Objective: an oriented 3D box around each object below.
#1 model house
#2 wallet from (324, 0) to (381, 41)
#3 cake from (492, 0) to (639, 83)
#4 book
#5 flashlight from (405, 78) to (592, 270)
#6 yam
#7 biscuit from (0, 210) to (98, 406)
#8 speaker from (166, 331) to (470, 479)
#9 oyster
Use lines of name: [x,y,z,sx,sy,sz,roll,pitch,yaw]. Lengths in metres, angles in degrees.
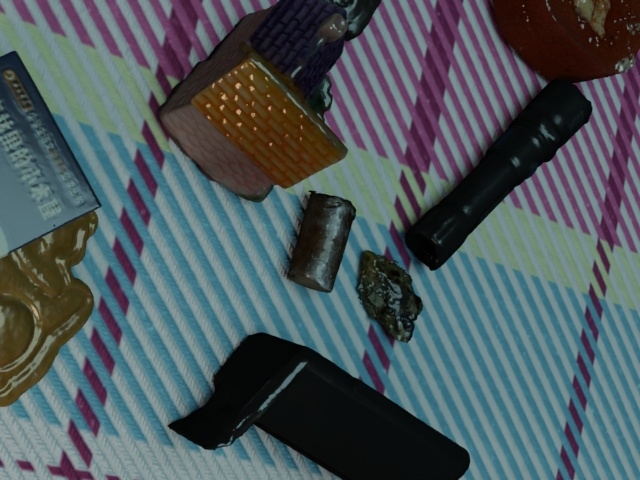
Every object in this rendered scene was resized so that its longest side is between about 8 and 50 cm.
model house: [-0.049,-0.195,1.501,0.202,0.237,0.237,48,65,-20]
wallet: [-0.025,-0.459,1.638,0.321,0.044,0.170,38,71,-25]
cake: [0.423,-0.381,1.855,0.283,0.151,0.177,32,68,-32]
book: [-0.455,-0.069,1.322,0.322,0.018,0.228,-31,97,-25]
flashlight: [0.293,-0.110,1.796,0.424,0.103,0.103,-44,111,-25]
yam: [0.001,0.000,1.622,0.079,0.079,0.141,23,79,-29]
biscuit: [-0.425,0.071,1.370,0.376,0.051,0.269,-44,112,-26]
speaker: [0.003,0.281,1.565,0.388,0.180,0.184,35,78,-25]
oyster: [0.110,0.079,1.703,0.148,0.051,0.103,44,59,-12]
